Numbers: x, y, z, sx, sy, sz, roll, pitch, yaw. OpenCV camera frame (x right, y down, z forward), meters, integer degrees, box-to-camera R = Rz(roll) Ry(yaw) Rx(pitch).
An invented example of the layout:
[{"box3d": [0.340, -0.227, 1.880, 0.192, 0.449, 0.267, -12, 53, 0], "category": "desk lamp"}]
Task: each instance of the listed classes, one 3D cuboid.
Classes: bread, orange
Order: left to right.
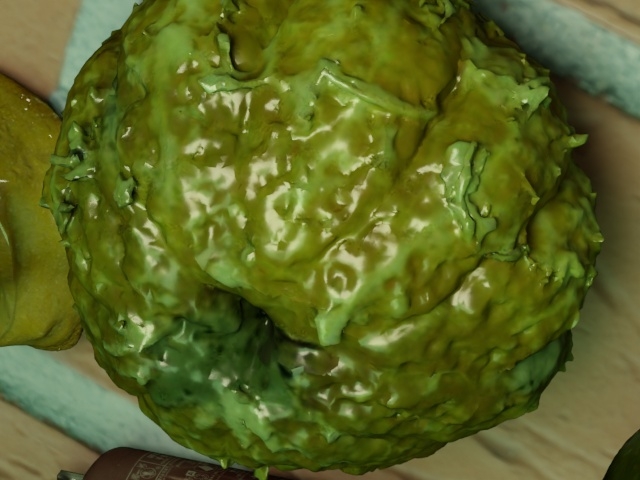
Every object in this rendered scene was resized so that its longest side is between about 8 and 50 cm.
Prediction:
[{"box3d": [-0.233, -0.031, 1.192, 0.233, 0.088, 0.161, 28, 128, 10], "category": "bread"}, {"box3d": [0.000, 0.000, 1.021, 0.301, 0.223, 0.300, 6, 125, 21], "category": "orange"}]

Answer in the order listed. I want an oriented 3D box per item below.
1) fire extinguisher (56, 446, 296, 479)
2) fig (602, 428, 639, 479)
[{"box3d": [-0.072, 0.190, 1.241, 0.269, 0.105, 0.105, 7, 120, 21], "category": "fire extinguisher"}, {"box3d": [0.263, 0.143, 1.026, 0.195, 0.195, 0.245, 41, 91, -1], "category": "fig"}]
